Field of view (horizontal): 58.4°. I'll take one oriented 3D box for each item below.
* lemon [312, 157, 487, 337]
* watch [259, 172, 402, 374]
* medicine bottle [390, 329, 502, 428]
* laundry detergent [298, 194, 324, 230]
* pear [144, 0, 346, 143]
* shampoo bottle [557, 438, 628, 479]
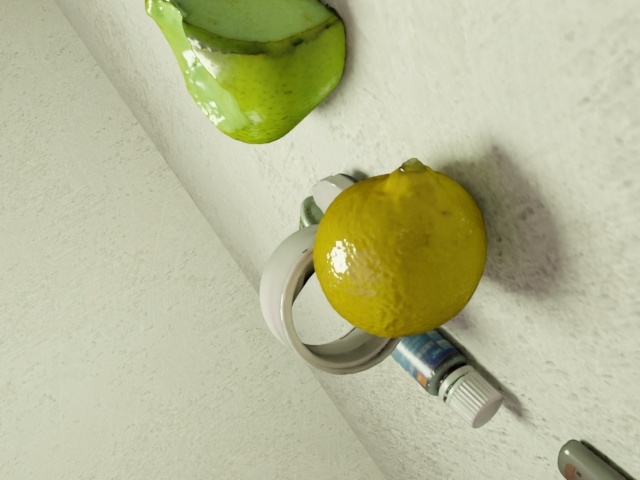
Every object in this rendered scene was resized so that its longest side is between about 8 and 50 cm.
[{"bbox_3d":[0.085,0.012,0.624,0.187,0.186,0.244,49,153,23],"label":"lemon"},{"bbox_3d":[0.016,0.052,0.834,0.244,0.231,0.196,57,167,-16],"label":"watch"},{"bbox_3d":[0.188,0.200,0.897,0.203,0.083,0.084,41,159,39],"label":"medicine bottle"},{"bbox_3d":[0.000,0.000,1.073,0.099,0.070,0.226,41,163,11],"label":"laundry detergent"},{"bbox_3d":[-0.108,-0.241,0.747,0.292,0.159,0.292,50,167,17],"label":"pear"},{"bbox_3d":[0.362,0.314,0.686,0.165,0.040,0.080,40,157,46],"label":"shampoo bottle"}]
